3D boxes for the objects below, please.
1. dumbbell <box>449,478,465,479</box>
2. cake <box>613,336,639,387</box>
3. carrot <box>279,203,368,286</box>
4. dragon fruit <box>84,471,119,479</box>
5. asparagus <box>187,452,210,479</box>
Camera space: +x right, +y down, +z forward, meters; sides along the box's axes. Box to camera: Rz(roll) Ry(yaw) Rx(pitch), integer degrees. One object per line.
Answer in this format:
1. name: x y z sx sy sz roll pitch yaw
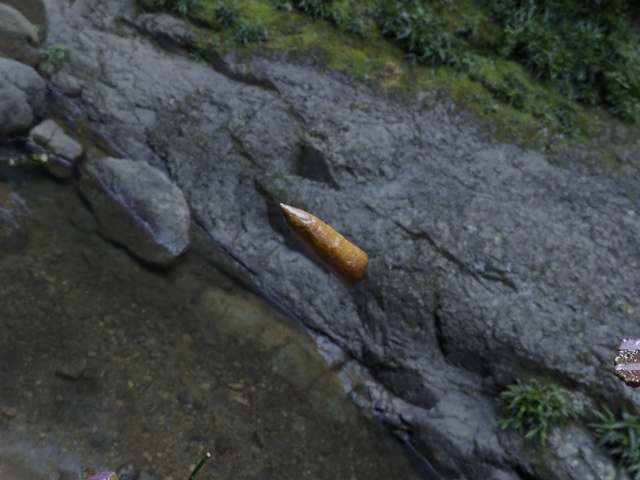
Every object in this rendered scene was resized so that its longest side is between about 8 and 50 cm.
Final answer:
1. dumbbell: 0.283 0.624 1.263 0.152 0.152 0.218 47 17 21
2. cake: 0.673 0.230 1.015 0.295 0.112 0.116 1 33 27
3. carrot: 0.000 0.000 1.046 0.205 0.072 0.072 40 23 -26
4. dragon fruit: -0.320 0.400 0.858 0.147 0.096 0.102 -62 134 -76
5. asparagus: -0.315 0.581 1.443 0.016 0.163 0.016 39 17 17
